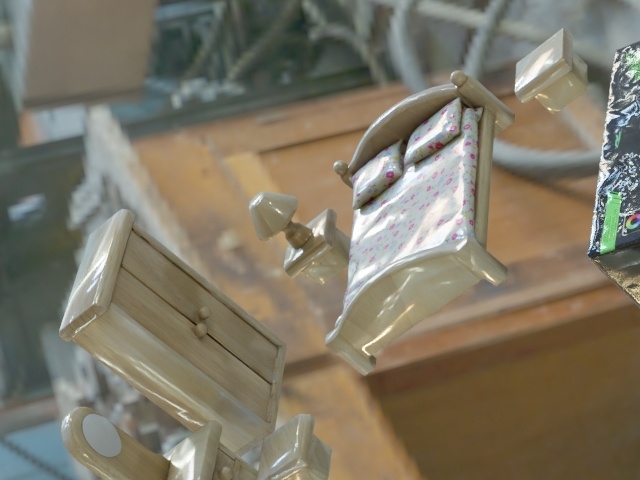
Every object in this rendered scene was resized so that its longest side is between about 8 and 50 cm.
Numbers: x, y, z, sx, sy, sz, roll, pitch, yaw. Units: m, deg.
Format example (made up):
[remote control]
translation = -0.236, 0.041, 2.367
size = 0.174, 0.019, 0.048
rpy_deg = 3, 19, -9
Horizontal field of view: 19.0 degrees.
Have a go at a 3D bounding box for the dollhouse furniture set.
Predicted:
[dollhouse furniture set]
translation = 0.000, 0.000, 1.319
size = 0.355, 0.174, 0.303
rpy_deg = -38, 26, 30

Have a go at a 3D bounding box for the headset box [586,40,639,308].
[headset box]
translation = 0.367, -0.078, 1.588
size = 0.283, 0.131, 0.246
rpy_deg = -21, 41, 38
